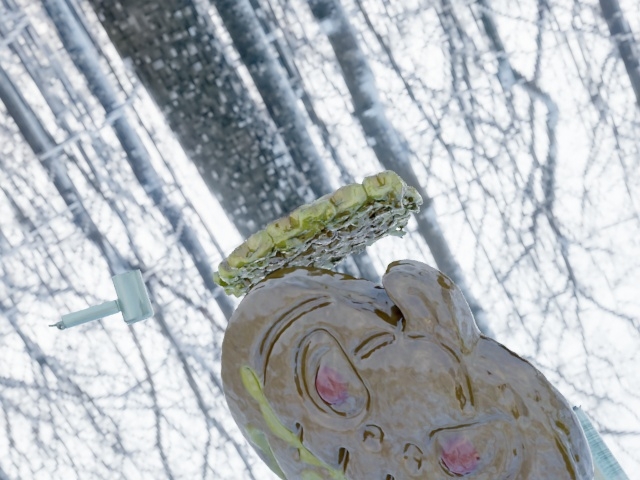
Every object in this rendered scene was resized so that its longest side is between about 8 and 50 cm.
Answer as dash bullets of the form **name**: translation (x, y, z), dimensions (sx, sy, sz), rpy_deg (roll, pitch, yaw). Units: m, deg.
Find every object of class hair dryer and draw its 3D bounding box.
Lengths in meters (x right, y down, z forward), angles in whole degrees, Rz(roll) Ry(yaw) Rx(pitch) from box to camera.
- **hair dryer**: translation (-0.270, 0.081, 1.277), dimensions (0.124, 0.063, 0.038), rpy_deg (-17, 176, -14)

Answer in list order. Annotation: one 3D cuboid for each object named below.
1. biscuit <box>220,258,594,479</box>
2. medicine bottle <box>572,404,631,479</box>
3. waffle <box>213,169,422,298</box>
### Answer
- **biscuit**: translation (0.070, 0.174, 1.019), dimensions (0.394, 0.350, 0.070), rpy_deg (20, -141, 23)
- **medicine bottle**: translation (0.351, 0.374, 1.081), dimensions (0.108, 0.108, 0.426), rpy_deg (-29, -112, -4)
- **waffle**: translation (-0.001, -0.002, 1.171), dimensions (0.245, 0.052, 0.254), rpy_deg (-26, 170, 1)
